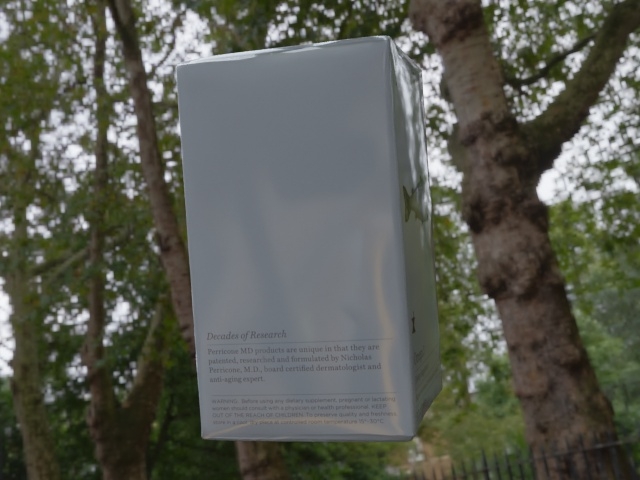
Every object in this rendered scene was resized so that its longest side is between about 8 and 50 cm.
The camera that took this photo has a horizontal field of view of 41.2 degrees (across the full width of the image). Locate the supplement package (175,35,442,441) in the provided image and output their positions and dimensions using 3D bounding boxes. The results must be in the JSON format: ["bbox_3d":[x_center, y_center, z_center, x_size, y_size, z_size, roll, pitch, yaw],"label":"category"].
[{"bbox_3d":[0.000,0.000,0.430,0.105,0.179,0.105,-4,2,16],"label":"supplement package"}]
